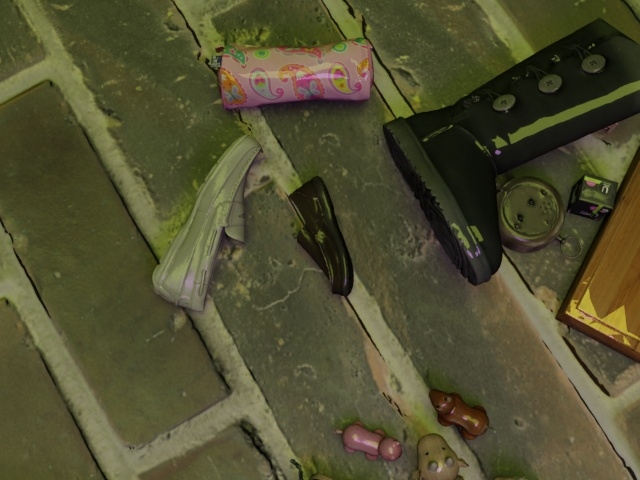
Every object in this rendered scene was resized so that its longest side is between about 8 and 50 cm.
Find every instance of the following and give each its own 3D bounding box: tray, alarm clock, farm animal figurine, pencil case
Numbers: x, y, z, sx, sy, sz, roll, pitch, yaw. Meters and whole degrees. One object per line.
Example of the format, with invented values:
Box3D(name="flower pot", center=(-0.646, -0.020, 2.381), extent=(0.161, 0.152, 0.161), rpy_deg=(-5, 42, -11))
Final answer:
Box3D(name="tray", center=(0.594, 0.001, 1.580), extent=(0.202, 0.076, 0.411), rpy_deg=(28, 77, 6))
Box3D(name="alarm clock", center=(0.378, -0.036, 1.595), extent=(0.192, 0.064, 0.129), rpy_deg=(37, 79, 5))
Box3D(name="farm animal figurine", center=(0.166, 0.400, 1.432), extent=(0.330, 0.172, 0.327), rpy_deg=(-33, 79, -7))
Box3D(name="pencil case", center=(-0.047, -0.300, 1.623), extent=(0.284, 0.124, 0.124), rpy_deg=(-2, 77, 1))

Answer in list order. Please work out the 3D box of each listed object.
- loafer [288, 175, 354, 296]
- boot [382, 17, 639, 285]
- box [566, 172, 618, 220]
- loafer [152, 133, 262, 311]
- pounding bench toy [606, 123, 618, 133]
Box3D(name="loafer", center=(0.000, 0.000, 1.582), extent=(0.078, 0.080, 0.220), rpy_deg=(-18, 72, 5))
Box3D(name="boot", center=(0.372, -0.159, 1.518), extent=(0.445, 0.146, 0.367), rpy_deg=(-23, 55, -2))
Box3D(name="box", center=(0.475, -0.075, 1.590), extent=(0.062, 0.083, 0.052), rpy_deg=(16, 77, 4))
Box3D(name="loafer", center=(-0.174, -0.030, 1.571), extent=(0.111, 0.112, 0.319), rpy_deg=(27, 86, 1))
Box3D(name="pounding bench toy", center=(0.508, -0.239, 1.629), extent=(0.065, 0.083, 0.052), rpy_deg=(25, 78, 5))
